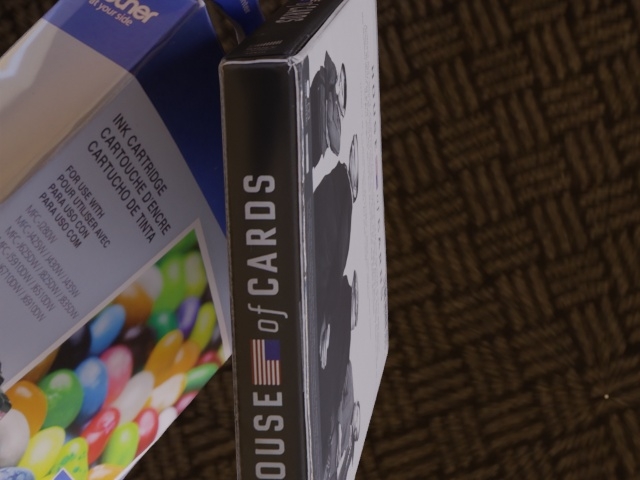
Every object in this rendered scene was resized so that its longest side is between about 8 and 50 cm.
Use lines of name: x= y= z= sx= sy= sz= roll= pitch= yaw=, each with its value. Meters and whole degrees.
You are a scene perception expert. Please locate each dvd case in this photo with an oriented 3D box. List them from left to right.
dvd case: x=0.000 y=0.000 z=0.594 sx=0.029 sy=0.239 sz=0.179 roll=0 pitch=106 yaw=7

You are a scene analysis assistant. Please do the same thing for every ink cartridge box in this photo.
ink cartridge box: x=-0.105 y=0.023 z=0.627 sx=0.065 sy=0.186 sz=0.311 roll=29 pitch=70 yaw=29
